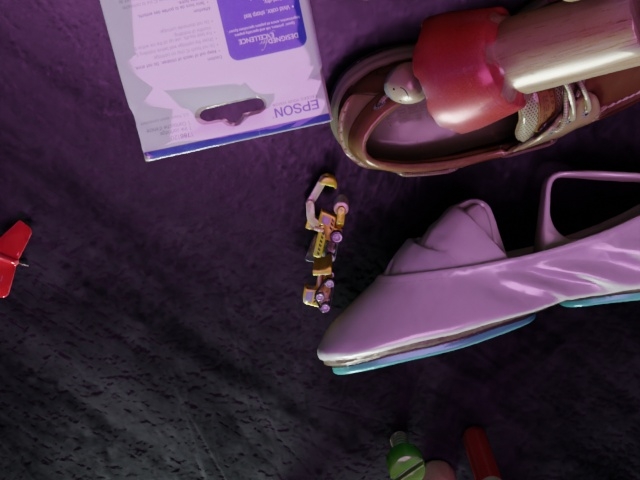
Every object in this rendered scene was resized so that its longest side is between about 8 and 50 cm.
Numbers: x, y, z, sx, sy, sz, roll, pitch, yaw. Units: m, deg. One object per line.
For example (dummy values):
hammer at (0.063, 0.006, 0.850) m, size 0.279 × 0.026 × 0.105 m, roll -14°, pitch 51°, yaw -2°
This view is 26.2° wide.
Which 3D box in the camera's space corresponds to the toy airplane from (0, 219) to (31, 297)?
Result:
toy airplane at (-0.311, 0.001, 1.162) m, size 0.151 × 0.028 × 0.151 m, roll -5°, pitch 99°, yaw -31°

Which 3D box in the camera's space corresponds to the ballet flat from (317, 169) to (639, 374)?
ballet flat at (0.182, 0.012, 1.195) m, size 0.400 × 0.139 × 0.139 m, roll -13°, pitch 114°, yaw -4°

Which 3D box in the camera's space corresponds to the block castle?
block castle at (0.084, -0.325, 0.928) m, size 0.212 × 0.303 × 0.453 m, roll -11°, pitch 119°, yaw 36°

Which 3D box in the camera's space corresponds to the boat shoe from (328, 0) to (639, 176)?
boat shoe at (0.168, -0.121, 1.126) m, size 0.324 × 0.120 × 0.123 m, roll -19°, pitch 114°, yaw 3°

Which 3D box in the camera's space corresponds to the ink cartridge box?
ink cartridge box at (-0.101, -0.239, 1.081) m, size 0.165 × 0.065 × 0.333 m, roll -11°, pitch 113°, yaw -1°

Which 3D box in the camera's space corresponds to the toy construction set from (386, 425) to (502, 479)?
toy construction set at (0.087, 0.350, 1.258) m, size 0.257 × 0.237 × 0.309 m, roll 19°, pitch 110°, yaw -13°

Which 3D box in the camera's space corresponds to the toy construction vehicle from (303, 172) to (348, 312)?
toy construction vehicle at (0.000, 0.000, 1.182) m, size 0.035 × 0.086 × 0.098 m, roll 9°, pitch 113°, yaw -2°
